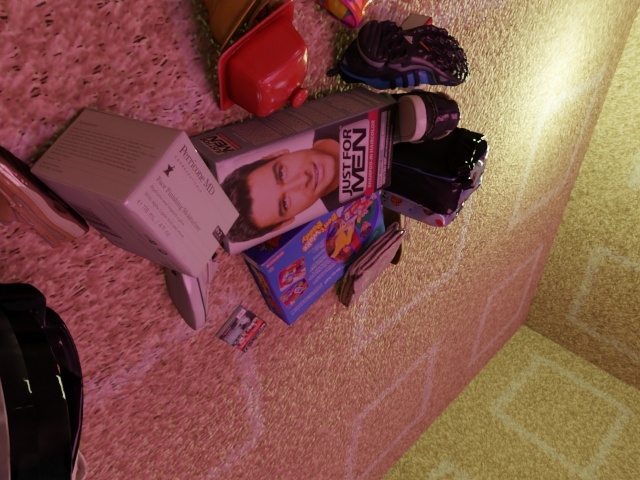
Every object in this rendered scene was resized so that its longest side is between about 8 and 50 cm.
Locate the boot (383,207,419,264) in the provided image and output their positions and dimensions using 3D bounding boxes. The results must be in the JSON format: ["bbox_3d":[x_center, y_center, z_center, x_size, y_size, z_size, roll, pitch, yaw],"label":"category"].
[{"bbox_3d":[0.250,-0.046,1.389,0.165,0.077,0.213,-33,135,-34],"label":"boot"}]

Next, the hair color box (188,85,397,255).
[{"bbox_3d":[-0.037,-0.138,0.891,0.374,0.113,0.185,-25,134,-27],"label":"hair color box"}]

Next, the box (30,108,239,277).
[{"bbox_3d":[-0.240,-0.062,0.657,0.119,0.182,0.181,-61,152,-23],"label":"box"}]

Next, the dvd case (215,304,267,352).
[{"bbox_3d":[-0.177,0.204,1.108,0.087,0.013,0.119,-52,146,-9],"label":"dvd case"}]

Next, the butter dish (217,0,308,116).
[{"bbox_3d":[-0.070,-0.256,0.758,0.160,0.118,0.160,-47,178,-17],"label":"butter dish"}]

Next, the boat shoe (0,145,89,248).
[{"bbox_3d":[-0.383,-0.047,0.620,0.072,0.068,0.190,-37,142,-9],"label":"boat shoe"}]

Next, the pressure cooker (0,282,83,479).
[{"bbox_3d":[-0.454,0.227,0.487,0.370,0.375,0.420,-45,153,27],"label":"pressure cooker"}]

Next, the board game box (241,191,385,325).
[{"bbox_3d":[0.000,0.000,1.112,0.347,0.078,0.233,-42,142,-22],"label":"board game box"}]

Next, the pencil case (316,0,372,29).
[{"bbox_3d":[0.086,-0.485,0.830,0.236,0.104,0.104,-57,145,-2],"label":"pencil case"}]

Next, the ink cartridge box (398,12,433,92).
[{"bbox_3d":[0.208,-0.409,1.071,0.099,0.056,0.135,-50,144,-13],"label":"ink cartridge box"}]

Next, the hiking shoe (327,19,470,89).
[{"bbox_3d":[0.170,-0.361,0.977,0.304,0.132,0.113,-1,80,-33],"label":"hiking shoe"}]

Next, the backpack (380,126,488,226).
[{"bbox_3d":[0.273,-0.174,1.172,0.263,0.276,0.213,-41,147,-34],"label":"backpack"}]

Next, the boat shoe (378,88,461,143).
[{"bbox_3d":[0.179,-0.244,0.971,0.091,0.302,0.114,-6,110,-8],"label":"boat shoe"}]

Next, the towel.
[{"bbox_3d":[0.133,0.073,1.277,0.187,0.049,0.282,-43,165,-17],"label":"towel"}]

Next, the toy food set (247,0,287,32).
[{"bbox_3d":[-0.084,-0.347,0.761,0.083,0.020,0.082,-49,-178,-9],"label":"toy food set"}]

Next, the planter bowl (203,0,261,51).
[{"bbox_3d":[-0.105,-0.370,0.649,0.090,0.217,0.217,36,86,-20],"label":"planter bowl"}]

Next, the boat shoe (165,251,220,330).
[{"bbox_3d":[-0.225,0.043,0.863,0.088,0.096,0.267,-28,129,-34],"label":"boat shoe"}]

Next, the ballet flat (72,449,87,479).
[{"bbox_3d":[-0.476,0.484,0.873,0.139,0.139,0.400,-16,127,-44],"label":"ballet flat"}]
